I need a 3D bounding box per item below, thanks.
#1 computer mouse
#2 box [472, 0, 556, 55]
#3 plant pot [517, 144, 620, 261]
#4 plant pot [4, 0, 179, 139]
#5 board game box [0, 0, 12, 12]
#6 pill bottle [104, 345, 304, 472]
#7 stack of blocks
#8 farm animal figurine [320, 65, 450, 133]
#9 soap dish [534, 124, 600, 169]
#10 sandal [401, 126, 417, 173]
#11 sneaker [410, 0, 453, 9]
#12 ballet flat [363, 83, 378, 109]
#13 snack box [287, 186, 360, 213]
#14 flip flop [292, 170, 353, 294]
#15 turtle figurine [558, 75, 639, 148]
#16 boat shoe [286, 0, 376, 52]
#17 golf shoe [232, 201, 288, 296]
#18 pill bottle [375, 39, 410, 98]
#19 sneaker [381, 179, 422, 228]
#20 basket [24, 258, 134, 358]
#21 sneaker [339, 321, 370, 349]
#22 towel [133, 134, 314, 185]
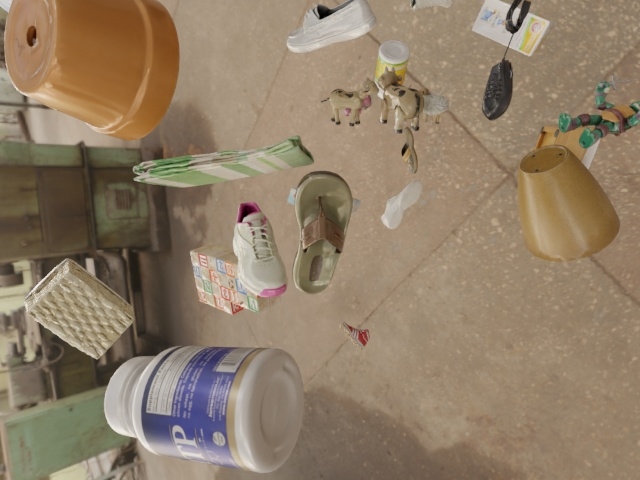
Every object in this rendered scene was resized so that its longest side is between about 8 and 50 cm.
[{"bbox_3d":[0.365,-0.350,0.828,0.041,0.071,0.242,26,111,44],"label":"computer mouse"},{"bbox_3d":[0.595,-0.663,1.338,0.203,0.114,0.103,35,131,18],"label":"box"},{"bbox_3d":[0.623,-0.115,1.149,0.237,0.237,0.254,-1,135,49],"label":"plant pot"},{"bbox_3d":[-0.441,-0.351,0.823,0.290,0.203,0.291,1,93,33],"label":"plant pot"},{"bbox_3d":[-0.716,-0.644,1.093,0.290,0.232,0.141,23,83,25],"label":"board game box"},{"bbox_3d":[-0.122,0.165,0.447,0.186,0.112,0.112,-5,92,25],"label":"pill bottle"},{"bbox_3d":[-0.251,0.121,1.280,0.297,0.087,0.171,11,114,40],"label":"stack of blocks"},{"bbox_3d":[0.220,-0.481,1.456,0.326,0.330,0.172,34,137,38],"label":"farm animal figurine"},{"bbox_3d":[0.758,-0.259,1.391,0.118,0.291,0.229,16,110,10],"label":"soap dish"},{"bbox_3d":[0.325,-0.333,1.623,0.072,0.049,0.180,-110,3,-59],"label":"sandal"},{"bbox_3d":[0.381,-0.884,1.571,0.115,0.232,0.090,-45,54,41],"label":"sneaker"},{"bbox_3d":[0.200,-0.587,1.742,0.068,0.213,0.072,-6,126,15],"label":"ballet flat"},{"bbox_3d":[0.023,-0.149,1.642,0.187,0.322,0.060,24,106,13],"label":"snack box"},{"bbox_3d":[0.000,0.000,0.823,0.080,0.112,0.277,-106,23,-57],"label":"flip flop"},{"bbox_3d":[0.724,-0.312,1.067,0.175,0.234,0.118,-122,7,-57],"label":"turtle figurine"},{"bbox_3d":[0.006,-0.372,0.744,0.184,0.066,0.063,12,145,42],"label":"boat shoe"},{"bbox_3d":[-0.158,0.015,1.064,0.306,0.115,0.140,-127,33,-51],"label":"golf shoe"},{"bbox_3d":[0.323,-0.773,1.999,0.136,0.136,0.246,59,166,24],"label":"pill bottle"},{"bbox_3d":[0.304,-0.153,1.684,0.212,0.080,0.094,-55,35,12],"label":"sneaker"},{"bbox_3d":[-0.452,0.131,0.828,0.167,0.113,0.103,49,160,-28],"label":"basket"},{"bbox_3d":[0.120,0.309,1.487,0.118,0.067,0.042,51,150,-6],"label":"sneaker"},{"bbox_3d":[-0.185,-0.159,0.914,0.324,0.248,0.038,-10,92,5],"label":"towel"}]
